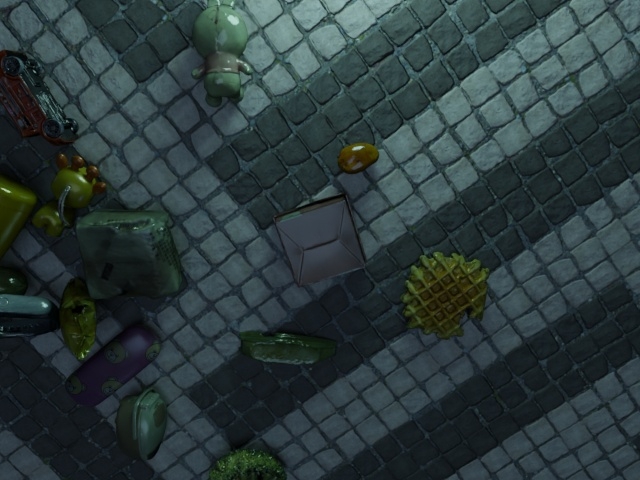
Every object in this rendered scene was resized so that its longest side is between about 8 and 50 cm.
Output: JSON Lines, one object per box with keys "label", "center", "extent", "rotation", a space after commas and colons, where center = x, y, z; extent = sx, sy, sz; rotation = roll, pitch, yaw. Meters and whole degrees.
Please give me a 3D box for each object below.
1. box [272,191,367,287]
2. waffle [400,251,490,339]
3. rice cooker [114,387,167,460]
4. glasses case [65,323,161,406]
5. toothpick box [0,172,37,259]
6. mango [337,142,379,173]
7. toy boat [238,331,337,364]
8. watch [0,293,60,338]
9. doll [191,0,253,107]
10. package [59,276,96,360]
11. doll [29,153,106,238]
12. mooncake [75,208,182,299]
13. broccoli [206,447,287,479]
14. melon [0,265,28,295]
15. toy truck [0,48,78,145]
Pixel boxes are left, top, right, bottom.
{"label": "box", "center": [0.000, 0.000, 1.521], "extent": [0.215, 0.086, 0.215], "rotation": [-17, 105, 2]}
{"label": "waffle", "center": [0.357, 0.162, 1.592], "extent": [0.250, 0.056, 0.261], "rotation": [5, 107, -3]}
{"label": "rice cooker", "center": [-0.525, 0.541, 1.625], "extent": [0.127, 0.145, 0.206], "rotation": [-1, 103, 9]}
{"label": "glasses case", "center": [-0.603, 0.365, 1.608], "extent": [0.316, 0.076, 0.123], "rotation": [-38, 104, 8]}
{"label": "toothpick box", "center": [-0.871, -0.036, 1.419], "extent": [0.175, 0.175, 0.271], "rotation": [30, 91, -9]}
{"label": "mango", "center": [0.101, -0.219, 1.477], "extent": [0.114, 0.060, 0.080], "rotation": [-11, 89, 4]}
{"label": "toy boat", "center": [-0.096, 0.317, 1.620], "extent": [0.293, 0.055, 0.093], "rotation": [5, 108, -3]}
{"label": "watch", "center": [-0.820, 0.212, 1.517], "extent": [0.206, 0.068, 0.193], "rotation": [5, 148, -29]}
{"label": "doll", "center": [-0.243, -0.469, 1.372], "extent": [0.154, 0.113, 0.275], "rotation": [1, 106, 1]}
{"label": "package", "center": [-0.658, 0.206, 1.503], "extent": [0.090, 0.226, 0.168], "rotation": [-2, 111, -32]}
{"label": "doll", "center": [-0.657, -0.123, 1.443], "extent": [0.143, 0.135, 0.221], "rotation": [39, 113, -9]}
{"label": "mooncake", "center": [-0.507, 0.034, 1.490], "extent": [0.250, 0.136, 0.254], "rotation": [-3, 112, 1]}
{"label": "broccoli", "center": [-0.226, 0.730, 1.670], "extent": [0.226, 0.176, 0.198], "rotation": [15, 109, 10]}
{"label": "melon", "center": [-0.893, 0.127, 1.517], "extent": [0.167, 0.114, 0.114], "rotation": [-7, 105, -1]}
{"label": "toy truck", "center": [-0.728, -0.345, 1.396], "extent": [0.114, 0.107, 0.253], "rotation": [-27, 103, 6]}
